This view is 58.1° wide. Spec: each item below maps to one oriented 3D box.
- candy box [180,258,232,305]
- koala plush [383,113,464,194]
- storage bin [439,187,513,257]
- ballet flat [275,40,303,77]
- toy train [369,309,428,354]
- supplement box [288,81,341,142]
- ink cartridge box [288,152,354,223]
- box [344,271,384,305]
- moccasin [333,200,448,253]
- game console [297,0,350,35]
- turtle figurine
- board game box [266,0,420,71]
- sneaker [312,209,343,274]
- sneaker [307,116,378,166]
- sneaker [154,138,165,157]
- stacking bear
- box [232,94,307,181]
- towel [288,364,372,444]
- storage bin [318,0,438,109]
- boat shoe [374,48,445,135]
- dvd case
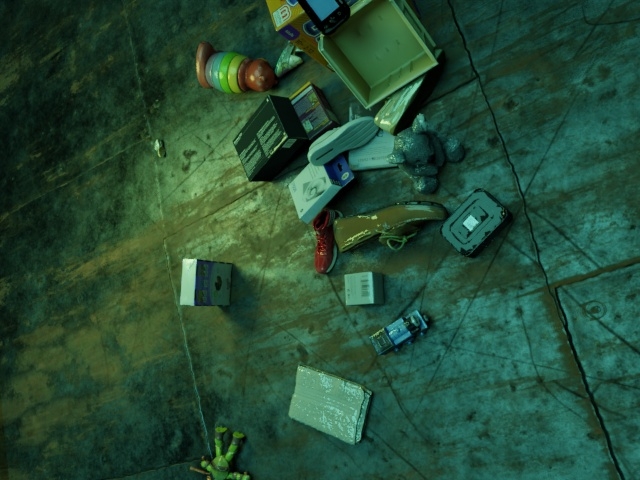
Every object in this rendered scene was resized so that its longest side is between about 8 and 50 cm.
[{"bbox_3d":[-0.411,0.155,2.086,0.070,0.196,0.165,-1,83,31],"label":"candy box"},{"bbox_3d":[0.282,-0.271,1.714,0.203,0.221,0.196,44,105,22],"label":"koala plush"},{"bbox_3d":[0.452,-0.048,1.677,0.180,0.084,0.122,-48,64,15],"label":"storage bin"},{"bbox_3d":[-0.091,-0.689,2.084,0.079,0.077,0.221,24,96,11],"label":"ballet flat"},{"bbox_3d":[0.241,0.280,1.745,0.184,0.105,0.080,-37,68,22],"label":"toy train"},{"bbox_3d":[-0.018,-0.440,1.999,0.104,0.081,0.188,-35,67,22],"label":"supplement box"},{"bbox_3d":[-0.005,-0.196,1.923,0.224,0.045,0.223,-45,33,17],"label":"ink cartridge box"},{"bbox_3d":[0.140,0.155,1.830,0.102,0.087,0.101,-8,80,30],"label":"box"},{"bbox_3d":[0.212,-0.035,1.785,0.380,0.139,0.147,-13,84,26],"label":"moccasin"},{"bbox_3d":[-0.024,-0.740,1.646,0.213,0.044,0.361,-40,67,21],"label":"game console"},{"bbox_3d":[-0.356,0.781,2.041,0.269,0.087,0.217,10,89,31],"label":"turtle figurine"},{"bbox_3d":[0.047,-0.835,1.849,0.356,0.356,0.356,-25,72,25],"label":"board game box"},{"bbox_3d":[0.000,0.000,1.907,0.087,0.128,0.221,9,88,31],"label":"sneaker"},{"bbox_3d":[0.067,-0.343,1.900,0.258,0.094,0.091,-26,39,12],"label":"sneaker"},{"bbox_3d":[-0.673,-0.380,2.405,0.037,0.032,0.083,-28,65,39],"label":"sneaker"},{"bbox_3d":[-0.301,-0.627,2.150,0.289,0.175,0.164,16,95,23],"label":"stacking bear"},{"bbox_3d":[-0.183,-0.354,2.031,0.261,0.103,0.184,-41,67,41],"label":"box"},{"bbox_3d":[0.026,0.531,1.874,0.282,0.049,0.187,11,89,31],"label":"towel"},{"bbox_3d":[0.171,-0.584,1.729,0.262,0.260,0.123,-27,32,32],"label":"storage bin"},{"bbox_3d":[0.279,-0.476,1.804,0.098,0.109,0.302,36,97,24],"label":"boat shoe"},{"bbox_3d":[0.177,-0.351,1.905,0.179,0.029,0.238,-2,84,30],"label":"dvd case"}]
